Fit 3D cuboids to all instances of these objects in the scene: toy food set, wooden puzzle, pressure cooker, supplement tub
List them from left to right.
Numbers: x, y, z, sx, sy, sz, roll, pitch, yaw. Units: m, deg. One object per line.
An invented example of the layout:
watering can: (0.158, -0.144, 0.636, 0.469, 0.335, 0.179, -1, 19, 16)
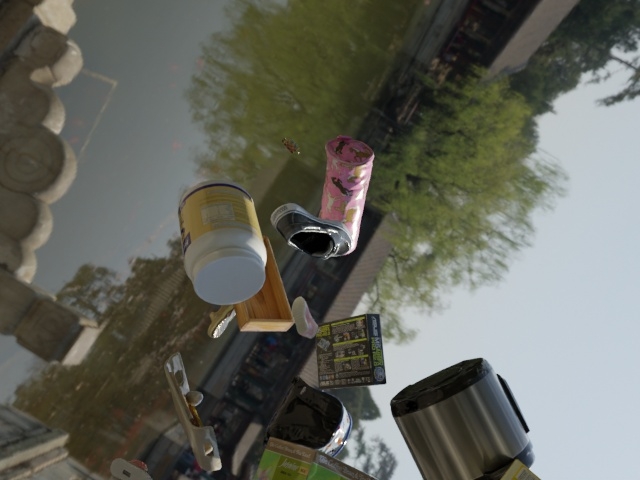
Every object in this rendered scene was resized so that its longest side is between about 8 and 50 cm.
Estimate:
toy food set: (-0.379, 0.517, 1.728, 0.092, 0.306, 0.220, -20, 134, -23)
supplement tub: (-0.294, 0.002, 1.704, 0.241, 0.241, 0.331, -60, -146, 34)
wooden puzzle: (-0.111, -0.362, 2.172, 0.049, 0.083, 0.006, -27, -162, 51)
pressure cooker: (0.457, 0.627, 1.799, 0.375, 0.421, 0.369, -32, 168, 31)

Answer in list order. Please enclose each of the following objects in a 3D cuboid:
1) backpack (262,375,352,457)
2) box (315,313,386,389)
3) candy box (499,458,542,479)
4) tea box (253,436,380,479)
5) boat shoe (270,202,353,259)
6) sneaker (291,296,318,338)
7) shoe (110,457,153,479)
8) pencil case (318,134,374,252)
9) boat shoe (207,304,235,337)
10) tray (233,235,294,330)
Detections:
backpack: (-0.026, 0.663, 2.036, 0.263, 0.213, 0.277, 4, -126, 40)
box: (0.089, 0.357, 1.809, 0.270, 0.060, 0.216, -23, -114, 49)
candy box: (0.553, 0.669, 1.444, 0.105, 0.206, 0.027, -48, 158, -8)
tea box: (-0.033, 0.803, 1.683, 0.220, 0.329, 0.324, -6, -125, 45)
boat shoe: (0.000, 0.000, 1.414, 0.108, 0.102, 0.301, -42, 146, 14)
sneaker: (-0.046, 0.242, 1.753, 0.051, 0.070, 0.134, -30, -131, 20)
shoe: (-0.513, 0.675, 1.623, 0.081, 0.178, 0.064, 35, 75, -56)
pencil case: (0.070, -0.140, 1.832, 0.160, 0.167, 0.386, -36, 147, -40)
boat shoe: (-0.372, 0.286, 2.067, 0.190, 0.072, 0.068, -53, 160, -62)
tray: (-0.255, 0.155, 2.189, 0.076, 0.202, 0.411, -49, -132, 38)
